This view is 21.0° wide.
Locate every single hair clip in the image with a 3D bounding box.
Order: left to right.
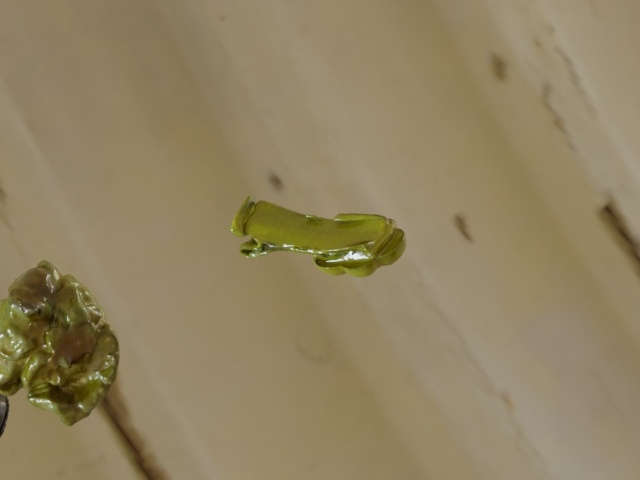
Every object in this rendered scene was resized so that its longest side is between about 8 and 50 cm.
[{"bbox_3d":[0.000,0.000,1.588,0.072,0.173,0.046,-60,-37,-37],"label":"hair clip"}]

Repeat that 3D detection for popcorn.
[{"bbox_3d":[-0.134,0.052,0.886,0.059,0.083,0.068,-30,-7,37],"label":"popcorn"}]

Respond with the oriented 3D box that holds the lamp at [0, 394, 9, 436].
[{"bbox_3d":[-0.390,0.106,1.302,0.374,0.272,0.205,-24,-46,21],"label":"lamp"}]
